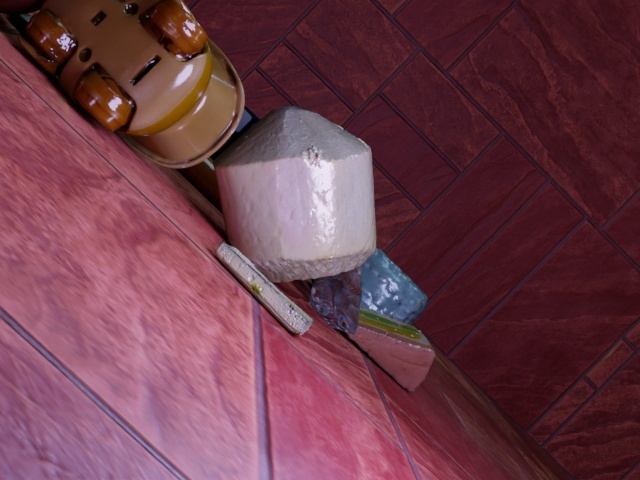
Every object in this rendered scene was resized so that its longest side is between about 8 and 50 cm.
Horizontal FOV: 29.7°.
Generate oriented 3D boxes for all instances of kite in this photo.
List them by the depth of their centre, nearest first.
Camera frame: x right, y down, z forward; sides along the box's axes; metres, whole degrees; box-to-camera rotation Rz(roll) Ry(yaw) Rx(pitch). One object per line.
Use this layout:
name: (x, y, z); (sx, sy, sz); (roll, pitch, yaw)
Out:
kite: (0.032, 0.029, 1.889); (0.016, 0.229, 0.127); (-4, 19, -42)

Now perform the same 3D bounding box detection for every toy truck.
toy truck: (-0.255, -0.251, 1.670); (0.288, 0.204, 0.211); (45, 0, 23)

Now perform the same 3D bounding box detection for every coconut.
coconut: (-0.033, -0.075, 1.762); (0.239, 0.239, 0.244); (-123, -156, -77)

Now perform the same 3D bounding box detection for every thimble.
thimble: (0.095, 0.098, 2.230); (0.198, 0.143, 0.235); (42, 5, -31)

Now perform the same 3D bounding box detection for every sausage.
sausage: (-0.185, -0.103, 2.041); (0.348, 0.053, 0.053); (44, 3, -9)

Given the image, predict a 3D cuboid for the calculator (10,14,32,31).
calculator: (-0.387, -0.282, 1.909); (0.268, 0.040, 0.177); (43, 3, -7)

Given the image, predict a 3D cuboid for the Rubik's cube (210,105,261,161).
Rubik's cube: (-0.121, -0.128, 2.245); (0.162, 0.163, 0.160); (48, 4, 33)

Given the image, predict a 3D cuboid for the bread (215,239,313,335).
bread: (-0.072, 0.061, 1.522); (0.153, 0.028, 0.068); (44, 2, 8)

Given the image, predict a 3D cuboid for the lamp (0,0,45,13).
lamp: (-0.444, -0.430, 1.698); (0.227, 0.227, 0.227); (44, 3, -3)

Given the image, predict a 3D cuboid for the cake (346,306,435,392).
cake: (0.101, 0.155, 2.046); (0.225, 0.090, 0.109); (42, 7, -32)
